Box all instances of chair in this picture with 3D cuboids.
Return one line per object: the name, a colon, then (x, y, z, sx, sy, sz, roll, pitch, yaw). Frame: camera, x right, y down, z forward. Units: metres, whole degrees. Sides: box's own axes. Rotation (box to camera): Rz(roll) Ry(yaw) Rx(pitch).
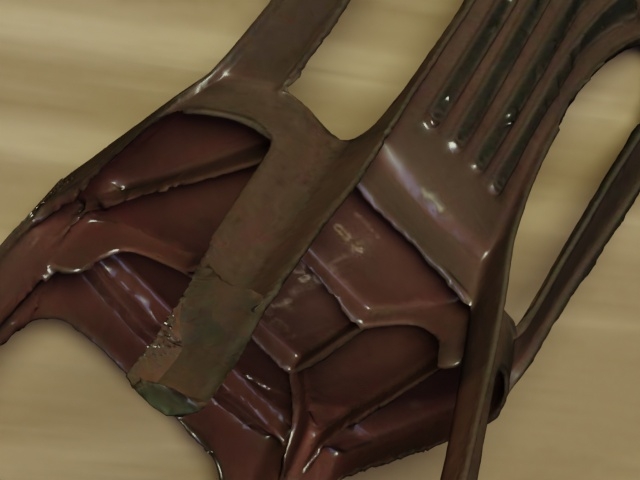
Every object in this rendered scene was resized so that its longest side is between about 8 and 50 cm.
chair: (0.000, 0.000, 0.564, 0.175, 0.183, 0.326, 47, 45, -16)
